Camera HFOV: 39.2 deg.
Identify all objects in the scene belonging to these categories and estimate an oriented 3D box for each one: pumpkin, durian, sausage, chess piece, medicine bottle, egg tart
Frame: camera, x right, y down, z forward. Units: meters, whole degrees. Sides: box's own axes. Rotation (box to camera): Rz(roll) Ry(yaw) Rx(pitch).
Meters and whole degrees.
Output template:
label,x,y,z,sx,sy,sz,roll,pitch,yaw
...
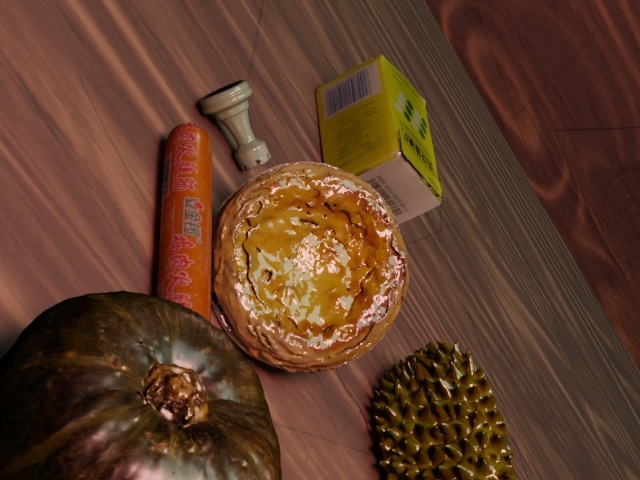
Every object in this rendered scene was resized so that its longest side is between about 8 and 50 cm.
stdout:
label,x,y,z,sx,sy,sz,roll,pitch,yaw
pumpkin,-0.133,0.143,0.637,0.223,0.157,0.224,29,39,-26
durian,0.162,0.270,1.112,0.169,0.157,0.356,60,18,-51
sausage,-0.135,0.000,0.903,0.053,0.053,0.348,41,32,-41
chess piece,-0.101,-0.140,1.114,0.103,0.067,0.067,66,22,-16
medicine bottle,0.089,-0.154,1.415,0.137,0.141,0.250,45,29,-42
egg tart,-0.016,0.030,0.986,0.234,0.234,0.094,62,-19,-3

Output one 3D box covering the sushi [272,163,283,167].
label,x,y,z,sx,sy,sz,roll,pitch,yaw
sushi,0.004,-0.006,1.134,0.241,0.107,0.161,55,21,-16
